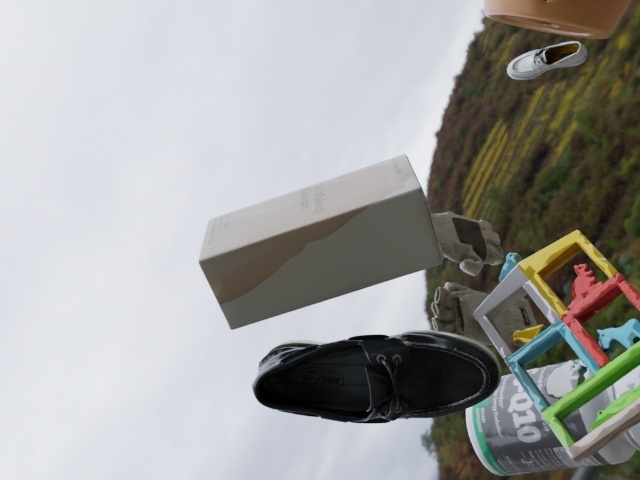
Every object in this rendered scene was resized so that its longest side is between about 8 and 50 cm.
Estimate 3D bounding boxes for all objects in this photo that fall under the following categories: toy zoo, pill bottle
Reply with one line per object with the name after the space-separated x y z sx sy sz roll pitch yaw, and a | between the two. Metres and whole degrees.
0.329 0.115 0.889 0.192 0.293 0.030 -42 -46 15 | toy zoo
0.492 0.345 1.326 0.361 0.204 0.204 -24 11 37 | pill bottle

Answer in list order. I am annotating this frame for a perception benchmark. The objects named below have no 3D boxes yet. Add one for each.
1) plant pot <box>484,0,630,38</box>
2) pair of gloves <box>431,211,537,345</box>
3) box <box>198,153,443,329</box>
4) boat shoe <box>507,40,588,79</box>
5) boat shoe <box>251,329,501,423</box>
0.373 -0.432 1.027 0.291 0.290 0.204 -24 -51 -65 | plant pot
0.231 0.058 1.059 0.204 0.240 0.042 1 -31 -35 | pair of gloves
0.000 0.000 0.942 0.148 0.311 0.121 -98 -12 -64 | box
0.284 -0.231 0.847 0.035 0.100 0.035 13 -105 -56 | boat shoe
0.064 0.188 0.893 0.113 0.339 0.127 -20 -69 -69 | boat shoe
